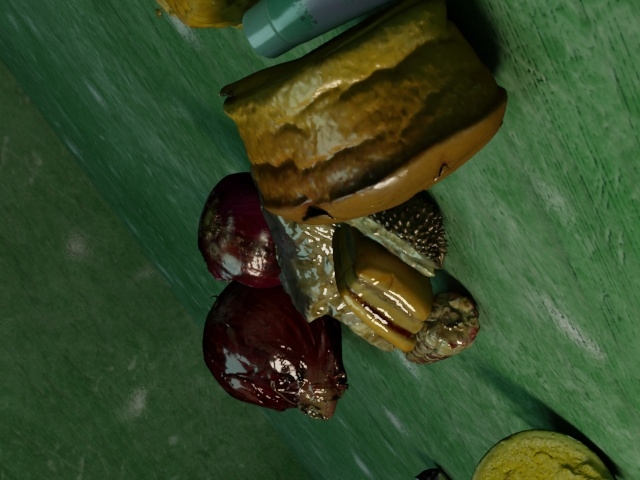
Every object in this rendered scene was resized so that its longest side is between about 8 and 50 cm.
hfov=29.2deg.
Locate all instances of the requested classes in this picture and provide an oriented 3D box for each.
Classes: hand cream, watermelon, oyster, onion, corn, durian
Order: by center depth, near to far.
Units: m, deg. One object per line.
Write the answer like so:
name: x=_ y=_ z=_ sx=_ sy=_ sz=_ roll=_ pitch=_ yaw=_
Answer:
hand cream: x=0.012 y=-0.199 z=0.956 sx=0.174 sy=0.047 sz=0.076 roll=-24 pitch=111 yaw=39
durian: x=0.078 y=-0.023 z=1.288 sx=0.140 sy=0.071 sz=0.110 roll=24 pitch=162 yaw=25
watermelon: x=0.271 y=0.272 z=1.435 sx=0.181 sy=0.092 sz=0.075 roll=0 pitch=162 yaw=26
corn: x=0.137 y=0.111 z=1.474 sx=0.079 sy=0.079 sz=0.237 roll=48 pitch=170 yaw=7
oyster: x=-0.005 y=0.002 z=1.531 sx=0.166 sy=0.110 sz=0.341 roll=15 pitch=131 yaw=57
onion: x=-0.063 y=-0.022 z=1.670 sx=0.173 sy=0.198 sz=0.135 roll=57 pitch=134 yaw=42
onion: x=-0.076 y=0.167 z=1.972 sx=0.281 sy=0.221 sz=0.281 roll=41 pitch=166 yaw=13
hand cream: x=0.260 y=0.488 z=2.178 sx=0.235 sy=0.055 sz=0.086 roll=43 pitch=170 yaw=-6

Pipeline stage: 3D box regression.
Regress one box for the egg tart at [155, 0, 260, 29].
egg tart: x=-0.114 y=-0.289 z=1.059 sx=0.319 sy=0.128 sz=0.319 roll=47 pitch=165 yaw=17

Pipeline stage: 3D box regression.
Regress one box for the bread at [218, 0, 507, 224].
bread: x=0.032 y=-0.099 z=0.977 sx=0.143 sy=0.195 sz=0.269 roll=62 pitch=162 yaw=-9

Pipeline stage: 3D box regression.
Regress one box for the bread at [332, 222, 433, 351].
bread: x=0.070 y=0.038 z=1.376 sx=0.116 sy=0.077 sz=0.200 roll=35 pitch=-163 yaw=-14
